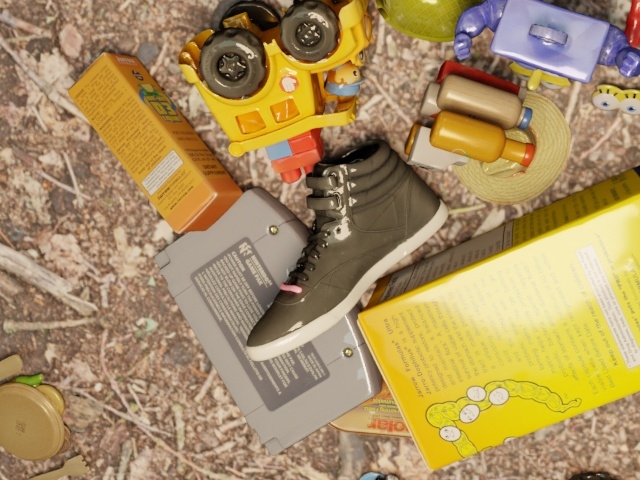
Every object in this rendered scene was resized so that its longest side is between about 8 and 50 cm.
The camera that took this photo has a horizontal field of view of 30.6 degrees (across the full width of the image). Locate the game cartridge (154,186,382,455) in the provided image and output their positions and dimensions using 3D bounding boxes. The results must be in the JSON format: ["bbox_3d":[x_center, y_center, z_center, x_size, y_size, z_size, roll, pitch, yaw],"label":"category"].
[{"bbox_3d":[-0.058,0.095,1.452,0.198,0.062,0.297,-33,84,16],"label":"game cartridge"}]

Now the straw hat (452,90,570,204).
[{"bbox_3d":[0.214,-0.103,1.344,0.144,0.061,0.144,4,105,14],"label":"straw hat"}]

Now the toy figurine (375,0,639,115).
[{"bbox_3d":[0.225,-0.250,1.221,0.362,0.217,0.191,22,108,8],"label":"toy figurine"}]

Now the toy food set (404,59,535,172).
[{"bbox_3d":[0.166,-0.126,1.281,0.104,0.232,0.111,17,86,-3],"label":"toy food set"}]

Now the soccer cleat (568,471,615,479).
[{"bbox_3d":[0.391,0.408,1.349,0.318,0.108,0.116,43,134,38],"label":"soccer cleat"}]

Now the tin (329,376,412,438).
[{"bbox_3d":[0.082,0.192,1.469,0.189,0.040,0.106,4,101,15],"label":"tin"}]

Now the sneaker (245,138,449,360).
[{"bbox_3d":[0.000,0.000,1.329,0.296,0.104,0.147,-41,111,-15],"label":"sneaker"}]

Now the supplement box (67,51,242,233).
[{"bbox_3d":[-0.201,-0.119,1.420,0.080,0.078,0.233,-45,77,19],"label":"supplement box"}]

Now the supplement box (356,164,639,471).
[{"bbox_3d":[0.248,0.079,1.292,0.356,0.194,0.195,-24,95,14],"label":"supplement box"}]

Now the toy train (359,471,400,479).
[{"bbox_3d":[0.060,0.381,1.502,0.105,0.080,0.184,38,110,-3],"label":"toy train"}]

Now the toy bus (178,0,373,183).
[{"bbox_3d":[-0.024,-0.179,1.355,0.220,0.149,0.211,-18,112,16],"label":"toy bus"}]

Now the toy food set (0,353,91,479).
[{"bbox_3d":[-0.402,0.247,1.619,0.132,0.038,0.192,-23,102,26],"label":"toy food set"}]
